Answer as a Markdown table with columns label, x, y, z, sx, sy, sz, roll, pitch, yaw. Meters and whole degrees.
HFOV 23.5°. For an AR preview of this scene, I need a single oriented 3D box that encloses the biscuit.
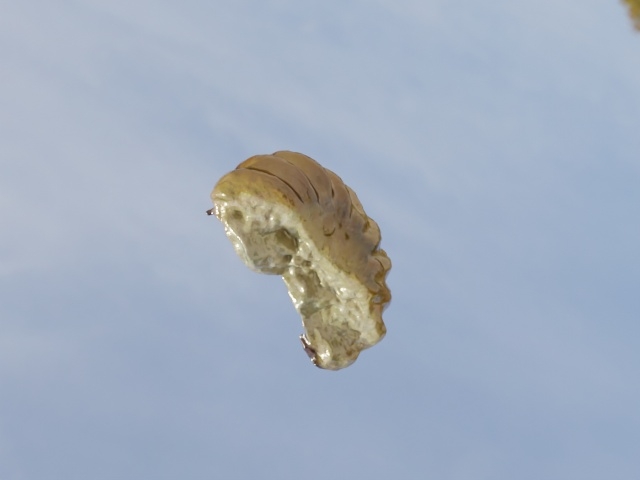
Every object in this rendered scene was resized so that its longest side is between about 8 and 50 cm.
| label | x | y | z | sx | sy | sz | roll | pitch | yaw |
| --- | --- | --- | --- | --- | --- | --- | --- | --- | --- |
| biscuit | 0.000 | 0.000 | 1.145 | 0.183 | 0.061 | 0.118 | 51 | -130 | -24 |
